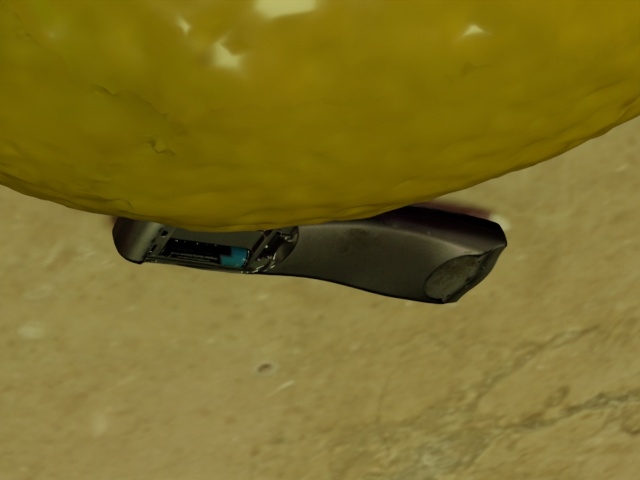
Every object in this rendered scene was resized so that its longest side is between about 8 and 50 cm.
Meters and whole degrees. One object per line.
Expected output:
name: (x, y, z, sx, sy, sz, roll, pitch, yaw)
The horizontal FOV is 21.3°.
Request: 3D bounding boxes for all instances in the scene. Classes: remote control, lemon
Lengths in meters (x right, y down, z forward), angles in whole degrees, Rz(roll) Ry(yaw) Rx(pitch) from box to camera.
remote control: (0.000, 0.000, 0.838, 0.212, 0.028, 0.059, 8, 132, -34)
lemon: (-0.008, -0.159, 0.420, 0.336, 0.336, 0.336, -14, 142, -11)
